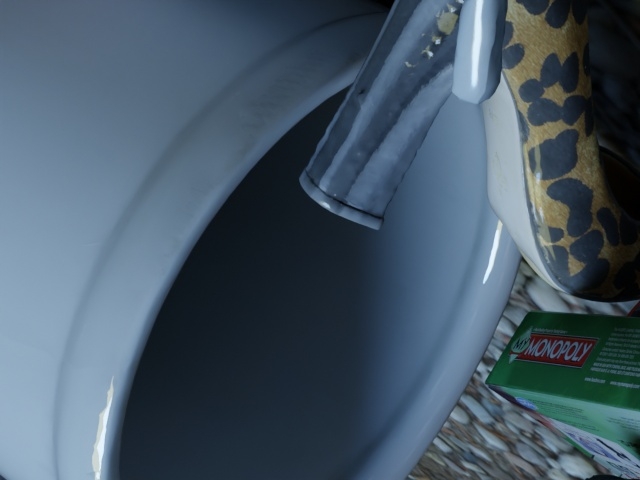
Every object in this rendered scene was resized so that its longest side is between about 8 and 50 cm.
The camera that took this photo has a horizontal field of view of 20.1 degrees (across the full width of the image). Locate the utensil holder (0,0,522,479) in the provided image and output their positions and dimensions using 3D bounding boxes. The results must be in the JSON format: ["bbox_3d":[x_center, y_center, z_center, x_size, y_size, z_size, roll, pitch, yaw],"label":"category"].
[{"bbox_3d":[-0.128,-0.034,1.001,0.385,0.327,0.328,31,160,32],"label":"utensil holder"}]

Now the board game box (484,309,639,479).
[{"bbox_3d":[0.213,0.107,0.721,0.213,0.046,0.317,34,171,-13],"label":"board game box"}]

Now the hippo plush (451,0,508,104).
[{"bbox_3d":[0.019,-0.227,0.508,0.236,0.234,0.294,53,-168,21],"label":"hippo plush"}]

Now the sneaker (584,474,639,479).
[{"bbox_3d":[0.200,0.187,0.794,0.131,0.112,0.319,6,160,33],"label":"sneaker"}]

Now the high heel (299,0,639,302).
[{"bbox_3d":[0.135,-0.071,0.827,0.261,0.186,0.093,13,-154,-37],"label":"high heel"}]

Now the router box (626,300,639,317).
[{"bbox_3d":[0.323,0.129,0.883,0.335,0.082,0.301,40,162,-1],"label":"router box"}]
